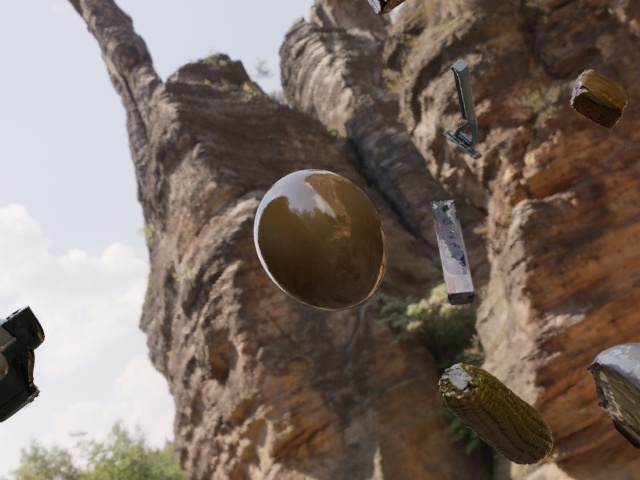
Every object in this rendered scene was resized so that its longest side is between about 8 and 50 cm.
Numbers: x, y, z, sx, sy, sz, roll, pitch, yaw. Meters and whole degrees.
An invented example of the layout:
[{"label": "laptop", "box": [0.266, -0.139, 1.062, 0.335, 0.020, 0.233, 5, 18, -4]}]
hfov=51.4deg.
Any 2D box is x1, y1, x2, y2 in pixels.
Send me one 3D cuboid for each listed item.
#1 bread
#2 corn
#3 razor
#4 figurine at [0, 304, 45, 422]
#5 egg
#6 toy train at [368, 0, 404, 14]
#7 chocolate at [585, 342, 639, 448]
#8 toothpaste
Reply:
[{"label": "bread", "box": [0.386, -0.198, 0.926, 0.053, 0.074, 0.132, -64, -11, 29]}, {"label": "corn", "box": [0.231, 0.226, 0.860, 0.080, 0.080, 0.231, -33, -50, 18]}, {"label": "razor", "box": [0.331, -0.305, 1.519, 0.056, 0.111, 0.278, -36, -32, -10]}, {"label": "figurine", "box": [-0.321, 0.072, 0.566, 0.126, 0.192, 0.147, -36, 14, -16]}, {"label": "egg", "box": [0.000, 0.000, 1.582, 0.301, 0.374, 0.301, -15, -42, -13]}, {"label": "toy train", "box": [0.210, -0.481, 1.002, 0.409, 0.086, 0.089, -26, 2, 39]}, {"label": "chocolate", "box": [0.391, 0.197, 0.709, 0.100, 0.185, 0.303, -42, -37, 4]}, {"label": "toothpaste", "box": [0.221, 0.017, 1.125, 0.047, 0.196, 0.040, -6, -37, 4]}]
